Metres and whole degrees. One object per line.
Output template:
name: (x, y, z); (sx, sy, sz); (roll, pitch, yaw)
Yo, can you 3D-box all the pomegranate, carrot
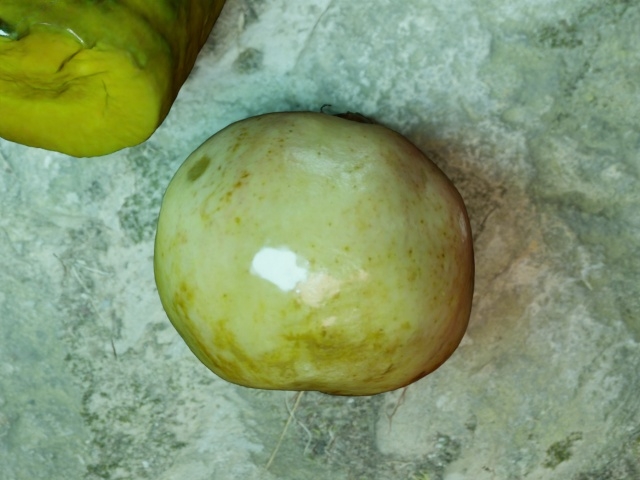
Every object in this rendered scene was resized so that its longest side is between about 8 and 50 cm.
pomegranate: (0.000, 0.000, 1.264); (0.338, 0.338, 0.338); (-2, 120, -3)
carrot: (-0.216, -0.240, 1.150); (0.241, 0.341, 0.241); (13, 145, 9)
